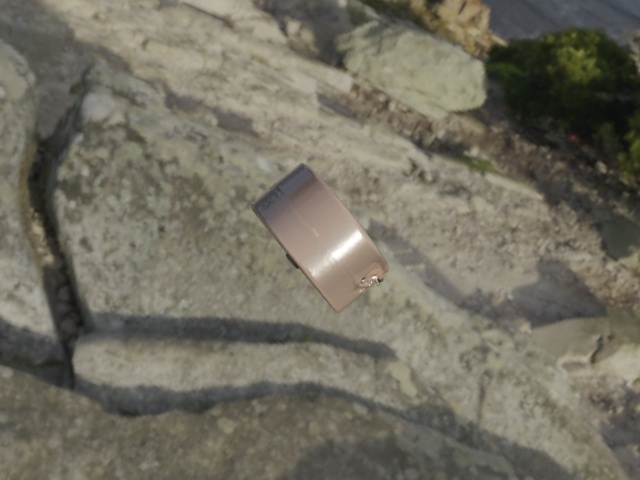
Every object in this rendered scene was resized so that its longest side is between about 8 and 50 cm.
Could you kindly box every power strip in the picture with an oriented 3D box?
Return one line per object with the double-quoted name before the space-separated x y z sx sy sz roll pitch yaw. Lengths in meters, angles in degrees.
"power strip" 0.000 0.000 1.053 0.154 0.078 0.154 51 -3 4
